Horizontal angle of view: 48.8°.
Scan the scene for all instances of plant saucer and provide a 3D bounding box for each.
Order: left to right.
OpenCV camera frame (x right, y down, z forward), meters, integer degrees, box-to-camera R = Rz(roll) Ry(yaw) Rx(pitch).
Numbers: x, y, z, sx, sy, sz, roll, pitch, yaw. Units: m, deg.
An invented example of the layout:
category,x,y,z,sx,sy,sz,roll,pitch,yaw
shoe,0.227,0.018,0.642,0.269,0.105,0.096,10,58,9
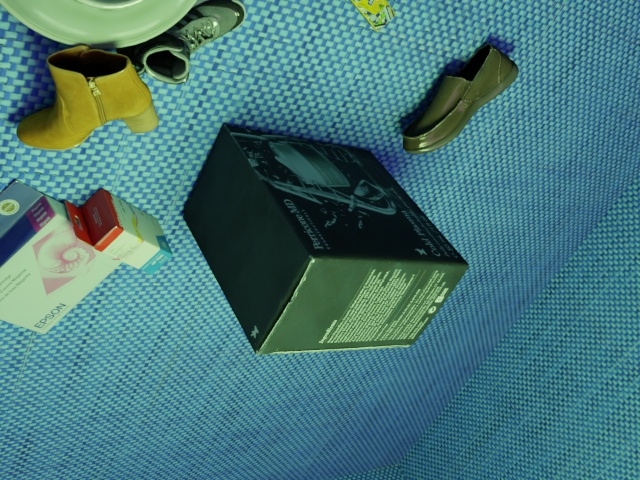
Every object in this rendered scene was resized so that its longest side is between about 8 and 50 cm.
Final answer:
category,x,y,z,sx,sy,sz,roll,pitch,yaw
plant saucer,-0.339,-0.479,1.097,0.401,0.100,0.400,-15,130,-18

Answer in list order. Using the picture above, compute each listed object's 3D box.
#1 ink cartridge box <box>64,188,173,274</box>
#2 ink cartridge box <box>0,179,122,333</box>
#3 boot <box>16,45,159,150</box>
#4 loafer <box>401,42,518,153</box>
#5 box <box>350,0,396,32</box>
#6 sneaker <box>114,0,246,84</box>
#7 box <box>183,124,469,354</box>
category,x,y,z,sx,sy,sz,roll,pitch,yaw
ink cartridge box,-0.457,-0.026,1.607,0.078,0.134,0.231,-41,143,11
ink cartridge box,-0.658,0.054,1.607,0.324,0.071,0.330,-41,144,11
boot,-0.456,-0.264,1.285,0.295,0.104,0.211,-5,156,5
loafer,0.338,-0.373,1.828,0.366,0.134,0.130,-43,120,-2
box,0.092,-0.526,1.514,0.059,0.054,0.169,-42,143,13
sneaker,-0.251,-0.378,1.346,0.269,0.153,0.101,-22,141,-14
box,0.000,0.000,1.683,0.472,0.479,0.297,2,129,-38
